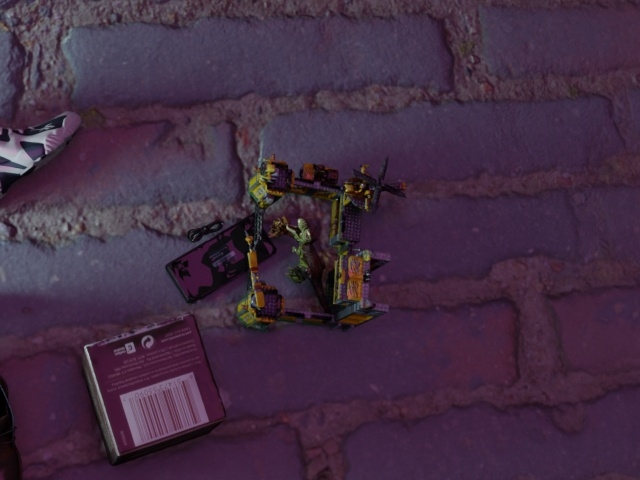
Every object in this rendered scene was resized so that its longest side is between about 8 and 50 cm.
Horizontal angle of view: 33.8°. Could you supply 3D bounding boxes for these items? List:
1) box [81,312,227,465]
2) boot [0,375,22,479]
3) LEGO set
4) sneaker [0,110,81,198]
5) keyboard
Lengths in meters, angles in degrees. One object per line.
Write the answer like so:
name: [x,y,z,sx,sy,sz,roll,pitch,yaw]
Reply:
box: [-0.255,0.227,1.580,0.168,0.203,0.167,-17,79,-18]
boot: [-0.487,0.297,1.552,0.082,0.106,0.219,-9,77,-16]
LEGO set: [0.000,0.000,1.702,0.254,0.192,0.331,18,69,-17]
sneaker: [-0.512,-0.168,1.683,0.235,0.094,0.153,-41,96,-11]
keyboard: [-0.172,0.018,1.758,0.180,0.023,0.108,-32,91,-21]
